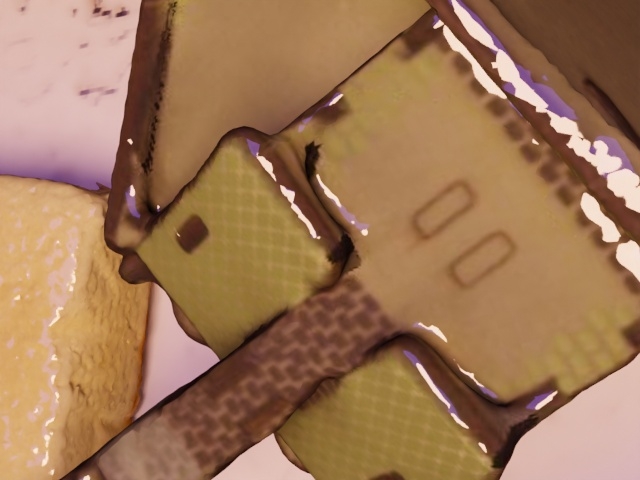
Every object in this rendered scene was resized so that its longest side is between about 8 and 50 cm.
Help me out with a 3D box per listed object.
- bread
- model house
[{"bbox_3d":[-0.160,0.030,0.556,0.188,0.068,0.125,7,85,19],"label":"bread"},{"bbox_3d":[0.000,0.000,0.468,0.278,0.218,0.205,-42,87,29],"label":"model house"}]
